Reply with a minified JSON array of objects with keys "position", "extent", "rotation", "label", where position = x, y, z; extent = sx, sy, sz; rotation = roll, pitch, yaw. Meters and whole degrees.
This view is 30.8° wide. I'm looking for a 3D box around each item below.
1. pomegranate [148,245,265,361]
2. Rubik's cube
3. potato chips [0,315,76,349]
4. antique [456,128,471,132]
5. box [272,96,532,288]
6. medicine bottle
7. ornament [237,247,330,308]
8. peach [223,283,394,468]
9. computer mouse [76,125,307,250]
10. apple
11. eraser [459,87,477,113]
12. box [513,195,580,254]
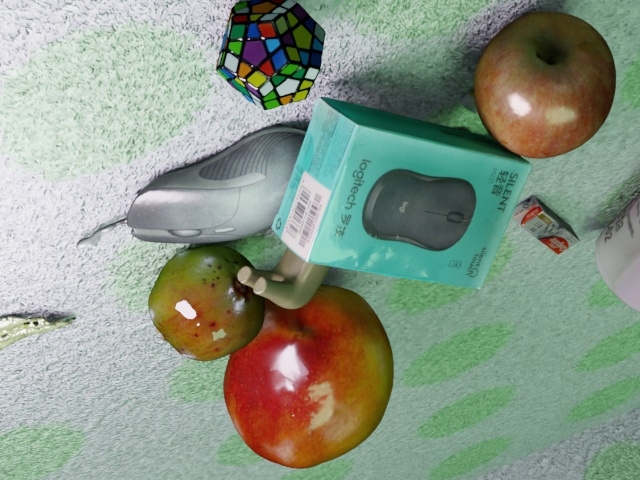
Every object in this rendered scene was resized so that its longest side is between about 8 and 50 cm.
[{"position":[-0.184,0.100,1.752],"extent":[0.180,0.180,0.209],"rotation":[2,161,-41],"label":"pomegranate"},{"position":[-0.057,-0.216,1.333],"extent":[0.111,0.133,0.133],"rotation":[13,142,-11],"label":"Rubik's cube"},{"position":[-0.468,0.141,1.727],"extent":[0.207,0.028,0.092],"rotation":[-18,154,-10],"label":"potato chips"},{"position":[0.188,-0.042,1.817],"extent":[0.121,0.143,0.257],"rotation":[-7,150,-34],"label":"antique"},{"position":[0.114,-0.059,1.580],"extent":[0.311,0.118,0.205],"rotation":[10,112,-32],"label":"box"},{"position":[0.695,-0.045,2.141],"extent":[0.219,0.219,0.388],"rotation":[-6,147,-31],"label":"medicine bottle"},{"position":[0.000,0.000,1.743],"extent":[0.230,0.061,0.245],"rotation":[-57,156,1],"label":"ornament"},{"position":[-0.021,0.220,1.952],"extent":[0.307,0.308,0.332],"rotation":[-21,149,-7],"label":"peach"},{"position":[-0.152,-0.042,1.599],"extent":[0.379,0.090,0.167],"rotation":[-21,152,-2],"label":"computer mouse"},{"position":[0.299,-0.205,1.561],"extent":[0.188,0.188,0.174],"rotation":[-18,155,-13],"label":"apple"},{"position":[0.244,-0.217,1.677],"extent":[0.083,0.019,0.038],"rotation":[-38,149,25],"label":"eraser"},{"position":[0.415,-0.026,2.139],"extent":[0.055,0.040,0.218],"rotation":[-34,151,16],"label":"box"}]
